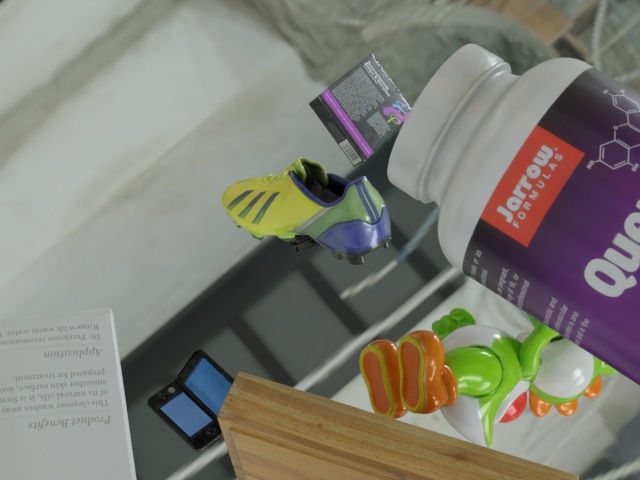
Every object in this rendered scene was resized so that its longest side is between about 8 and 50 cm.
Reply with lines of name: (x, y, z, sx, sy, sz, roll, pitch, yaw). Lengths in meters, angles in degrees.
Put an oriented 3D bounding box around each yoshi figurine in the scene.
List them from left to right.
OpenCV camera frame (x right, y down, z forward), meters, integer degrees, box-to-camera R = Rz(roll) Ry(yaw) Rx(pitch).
yoshi figurine: (0.241, 0.121, 1.703, 0.203, 0.362, 0.203, 56, -38, 42)

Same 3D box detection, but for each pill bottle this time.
pill bottle: (0.215, -0.012, 0.958, 0.323, 0.181, 0.181, 33, -9, 15)

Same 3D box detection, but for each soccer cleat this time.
soccer cleat: (-0.024, -0.055, 1.597, 0.289, 0.093, 0.121, 16, -49, 49)

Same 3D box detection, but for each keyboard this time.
keyboard: (0.000, 0.000, 1.828, 0.100, 0.038, 0.192, 0, 4, -43)

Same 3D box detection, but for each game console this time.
game console: (-0.194, 0.251, 2.068, 0.122, 0.107, 0.071, 40, -43, 18)

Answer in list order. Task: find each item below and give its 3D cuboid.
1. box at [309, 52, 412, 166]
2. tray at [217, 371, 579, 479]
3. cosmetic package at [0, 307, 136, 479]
box: (0.064, -0.195, 1.941, 0.029, 0.162, 0.116, -29, -80, 46)
tray: (0.090, 0.291, 1.551, 0.411, 0.076, 0.203, 14, -33, 16)
cosmetic package: (-0.231, 0.255, 0.935, 0.156, 0.217, 0.385, 113, -30, -60)
